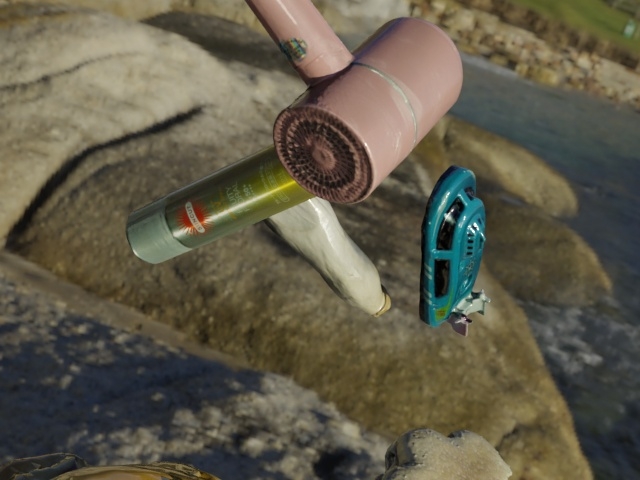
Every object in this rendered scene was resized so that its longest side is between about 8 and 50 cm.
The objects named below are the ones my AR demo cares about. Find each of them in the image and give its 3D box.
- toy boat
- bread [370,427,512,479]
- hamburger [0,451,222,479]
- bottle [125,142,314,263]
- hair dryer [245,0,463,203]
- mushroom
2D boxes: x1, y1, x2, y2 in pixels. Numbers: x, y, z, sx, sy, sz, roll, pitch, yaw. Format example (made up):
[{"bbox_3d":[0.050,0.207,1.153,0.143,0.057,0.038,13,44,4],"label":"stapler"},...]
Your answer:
[{"bbox_3d":[0.221,0.019,1.680,0.092,0.299,0.134,26,53,25],"label":"toy boat"},{"bbox_3d":[0.162,0.371,1.544,0.183,0.102,0.337,45,32,-3],"label":"bread"},{"bbox_3d":[-0.079,0.194,0.390,0.244,0.163,0.244,28,50,-40],"label":"hamburger"},{"bbox_3d":[-0.119,-0.050,1.363,0.286,0.082,0.082,-22,-6,30],"label":"bottle"},{"bbox_3d":[-0.008,-0.234,1.139,0.352,0.125,0.210,53,52,-12],"label":"hair dryer"},{"bbox_3d":[0.002,0.001,1.683,0.351,0.097,0.109,50,-9,-29],"label":"mushroom"}]
